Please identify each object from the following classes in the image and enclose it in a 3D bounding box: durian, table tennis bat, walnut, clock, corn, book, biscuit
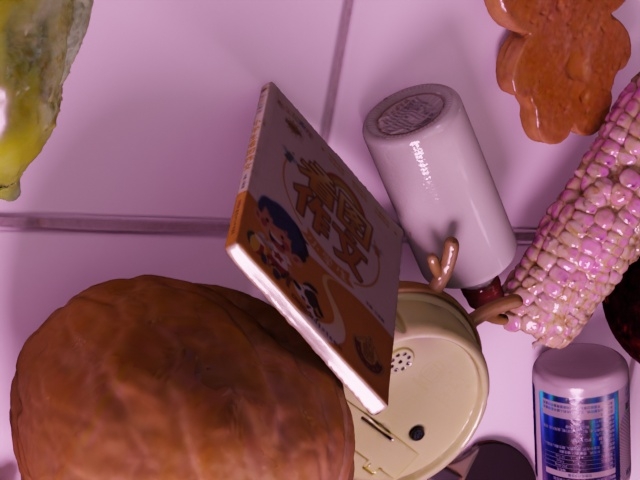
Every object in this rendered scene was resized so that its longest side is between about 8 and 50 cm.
[{"bbox_3d":[-0.256,-0.156,1.645,0.139,0.101,0.250,13,97,-40],"label":"durian"},{"bbox_3d":[0.162,0.272,2.164,0.220,0.019,0.130,33,83,-41],"label":"table tennis bat"},{"bbox_3d":[-0.124,0.178,1.721,0.333,0.333,0.332,-13,113,-34],"label":"walnut"},{"bbox_3d":[0.064,0.142,1.950,0.308,0.096,0.235,-47,128,5],"label":"clock"},{"bbox_3d":[0.302,-0.033,2.062,0.127,0.127,0.335,38,86,-39],"label":"corn"},{"bbox_3d":[0.000,0.000,1.779,0.020,0.295,0.208,-33,113,22],"label":"book"},{"bbox_3d":[0.249,-0.243,2.039,0.202,0.044,0.288,-22,119,-31],"label":"biscuit"}]

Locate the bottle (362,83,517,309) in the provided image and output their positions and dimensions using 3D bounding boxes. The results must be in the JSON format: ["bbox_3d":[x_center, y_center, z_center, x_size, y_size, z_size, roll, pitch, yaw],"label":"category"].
[{"bbox_3d":[0.129,-0.031,1.980,0.104,0.104,0.245,-38,125,-21],"label":"bottle"}]

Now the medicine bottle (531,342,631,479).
[{"bbox_3d":[0.288,0.218,2.184,0.107,0.107,0.191,-19,116,-31],"label":"medicine bottle"}]

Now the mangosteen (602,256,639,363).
[{"bbox_3d":[0.426,0.050,2.178,0.228,0.228,0.265,-68,159,2],"label":"mangosteen"}]
